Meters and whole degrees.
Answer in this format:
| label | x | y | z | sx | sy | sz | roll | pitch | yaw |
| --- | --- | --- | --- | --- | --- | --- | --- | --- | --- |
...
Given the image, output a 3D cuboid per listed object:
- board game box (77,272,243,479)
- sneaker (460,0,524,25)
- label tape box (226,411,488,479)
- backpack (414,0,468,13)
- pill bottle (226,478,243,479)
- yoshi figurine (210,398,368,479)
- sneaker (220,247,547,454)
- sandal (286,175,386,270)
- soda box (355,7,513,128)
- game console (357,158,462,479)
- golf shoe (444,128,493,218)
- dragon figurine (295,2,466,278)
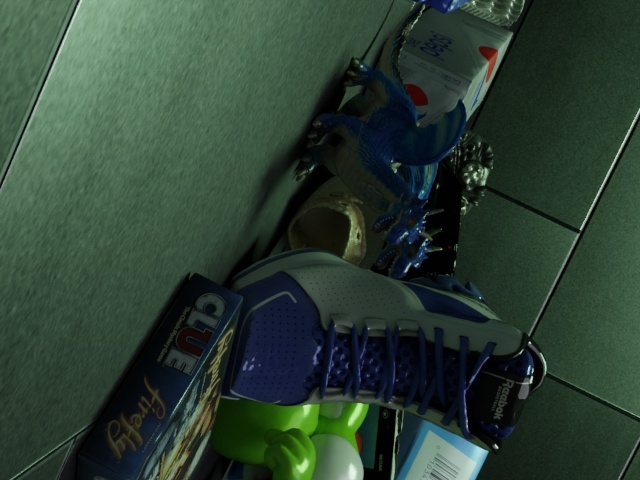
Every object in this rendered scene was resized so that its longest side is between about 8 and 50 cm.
| label | x | y | z | sx | sy | sz | roll | pitch | yaw |
| --- | --- | --- | --- | --- | --- | --- | --- | --- | --- |
| board game box | -0.125 | 0.154 | 1.143 | 0.165 | 0.042 | 0.243 | -60 | 172 | -33 |
| sneaker | 0.224 | -0.373 | 1.708 | 0.293 | 0.102 | 0.146 | 114 | 1 | -65 |
| label tape box | 0.055 | 0.223 | 1.835 | 0.347 | 0.115 | 0.249 | 0 | -121 | 60 |
| backpack | 0.080 | -0.227 | 1.058 | 0.120 | 0.098 | 0.101 | -66 | 170 | 25 |
| pill bottle | -0.114 | 0.359 | 1.737 | 0.112 | 0.112 | 0.187 | -67 | 173 | 24 |
| yoshi figurine | -0.071 | 0.242 | 1.369 | 0.203 | 0.203 | 0.362 | 83 | 24 | -52 |
| sneaker | 0.078 | 0.095 | 1.305 | 0.315 | 0.182 | 0.127 | 3 | 104 | -37 |
| sandal | 0.006 | 0.004 | 1.410 | 0.240 | 0.088 | 0.079 | -53 | 174 | -37 |
| soda box | 0.126 | -0.177 | 1.637 | 0.091 | 0.098 | 0.286 | -67 | 173 | 22 |
| game console | 0.060 | 0.089 | 1.518 | 0.213 | 0.044 | 0.361 | 177 | -81 | -66 |
| golf shoe | 0.082 | -0.042 | 1.728 | 0.273 | 0.105 | 0.120 | -46 | -155 | 27 |
| dragon figurine | 0.074 | -0.087 | 1.351 | 0.289 | 0.144 | 0.085 | -58 | 172 | -44 |
